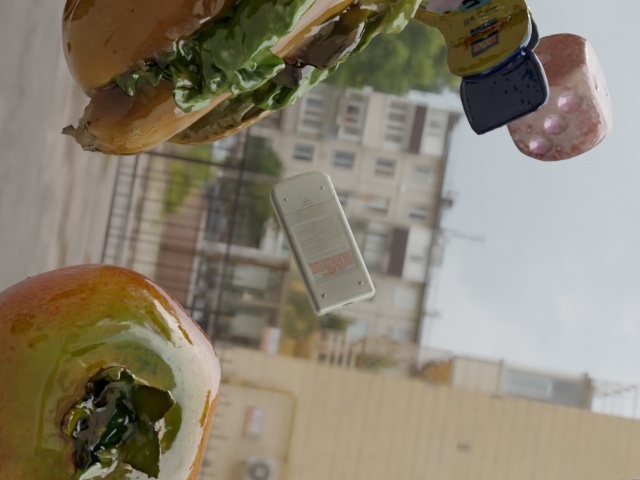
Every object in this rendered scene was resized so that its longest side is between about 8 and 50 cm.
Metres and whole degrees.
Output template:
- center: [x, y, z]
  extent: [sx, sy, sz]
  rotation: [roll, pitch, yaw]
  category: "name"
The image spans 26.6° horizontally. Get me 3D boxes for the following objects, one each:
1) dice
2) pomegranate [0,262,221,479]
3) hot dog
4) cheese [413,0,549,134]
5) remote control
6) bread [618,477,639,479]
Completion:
- center: [0.226, -0.137, 1.303]
  extent: [0.091, 0.093, 0.094]
  rotation: [60, 27, -35]
  category: "dice"
- center: [-0.180, 0.125, 1.049]
  extent: [0.256, 0.220, 0.221]
  rotation: [175, -74, -67]
  category: "pomegranate"
- center: [0.024, -0.150, 0.574]
  extent: [0.337, 0.100, 0.135]
  rotation: [-43, 155, 8]
  category: "hot dog"
- center: [0.120, -0.211, 1.081]
  extent: [0.064, 0.156, 0.250]
  rotation: [-1, 70, -53]
  category: "cheese"
- center: [0.000, 0.000, 1.799]
  extent: [0.029, 0.087, 0.190]
  rotation: [115, -46, -71]
  category: "remote control"
- center: [0.225, 0.262, 0.807]
  extent: [0.134, 0.244, 0.244]
  rotation: [-53, -167, 20]
  category: "bread"
